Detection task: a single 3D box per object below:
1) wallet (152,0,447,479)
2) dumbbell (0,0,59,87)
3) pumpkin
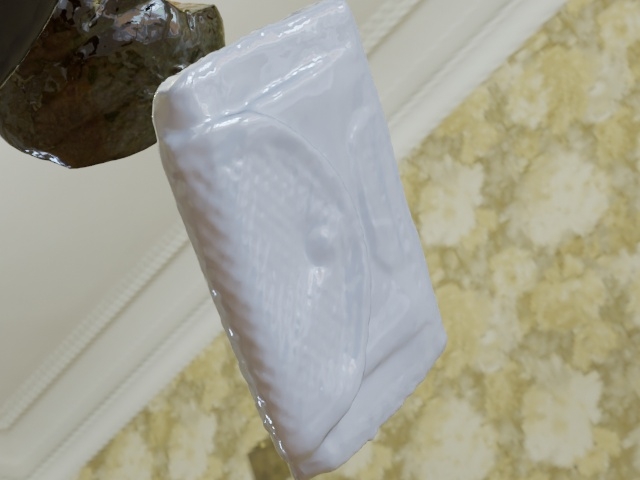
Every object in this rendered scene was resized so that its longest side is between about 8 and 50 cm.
[{"bbox_3d":[0.000,0.000,0.500,0.124,0.032,0.183,-38,-64,-44],"label":"wallet"},{"bbox_3d":[-0.217,-0.146,0.336,0.185,0.388,0.185,-38,-30,-27],"label":"dumbbell"},{"bbox_3d":[-0.209,-0.152,0.943,0.254,0.149,0.130,-2,-36,3],"label":"pumpkin"}]
